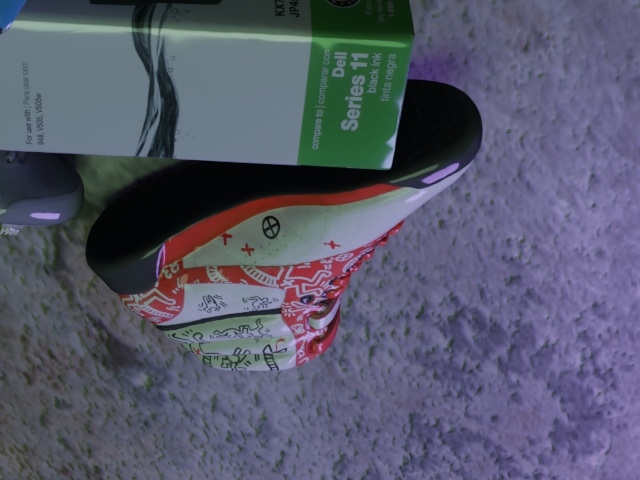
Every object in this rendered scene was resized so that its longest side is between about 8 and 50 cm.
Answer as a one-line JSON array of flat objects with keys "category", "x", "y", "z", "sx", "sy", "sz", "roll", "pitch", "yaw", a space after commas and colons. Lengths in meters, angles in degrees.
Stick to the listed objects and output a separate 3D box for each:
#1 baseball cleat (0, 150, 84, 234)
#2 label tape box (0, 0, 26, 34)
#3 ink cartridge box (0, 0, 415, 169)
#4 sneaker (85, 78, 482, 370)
[{"category": "baseball cleat", "x": -0.218, "y": -0.076, "z": 0.787, "sx": 0.206, "sy": 0.072, "sz": 0.109, "roll": 21, "pitch": 124, "yaw": -27}, {"category": "label tape box", "x": -0.233, "y": -0.172, "z": 0.537, "sx": 0.334, "sy": 0.106, "sz": 0.241, "roll": -17, "pitch": 137, "yaw": 41}, {"category": "ink cartridge box", "x": -0.066, "y": -0.118, "z": 0.693, "sx": 0.208, "sy": 0.153, "sz": 0.087, "roll": 2, "pitch": 135, "yaw": -7}, {"category": "sneaker", "x": -0.001, "y": -0.001, "z": 0.864, "sx": 0.270, "sy": 0.090, "sz": 0.145, "roll": -20, "pitch": 134, "yaw": 21}]
